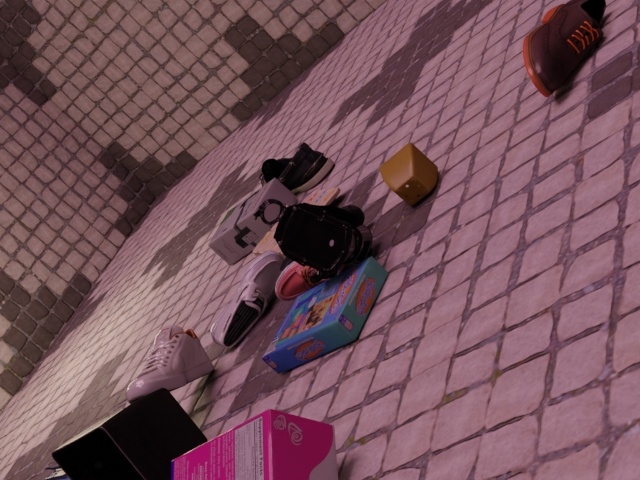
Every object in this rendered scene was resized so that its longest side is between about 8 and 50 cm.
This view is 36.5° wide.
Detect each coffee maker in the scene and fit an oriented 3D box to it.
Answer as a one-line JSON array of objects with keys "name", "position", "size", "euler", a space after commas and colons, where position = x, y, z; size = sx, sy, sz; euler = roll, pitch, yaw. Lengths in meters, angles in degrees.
[{"name": "coffee maker", "position": [-0.003, -0.018, 1.704], "size": [0.120, 0.171, 0.178], "euler": [-43, -10, 11]}]

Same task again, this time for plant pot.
[{"name": "plant pot", "position": [0.164, -0.111, 1.776], "size": [0.081, 0.081, 0.083], "euler": [-39, 27, 24]}, {"name": "plant pot", "position": [-0.309, 0.364, 1.665], "size": [0.188, 0.187, 0.167], "euler": [-32, 8, 42]}]

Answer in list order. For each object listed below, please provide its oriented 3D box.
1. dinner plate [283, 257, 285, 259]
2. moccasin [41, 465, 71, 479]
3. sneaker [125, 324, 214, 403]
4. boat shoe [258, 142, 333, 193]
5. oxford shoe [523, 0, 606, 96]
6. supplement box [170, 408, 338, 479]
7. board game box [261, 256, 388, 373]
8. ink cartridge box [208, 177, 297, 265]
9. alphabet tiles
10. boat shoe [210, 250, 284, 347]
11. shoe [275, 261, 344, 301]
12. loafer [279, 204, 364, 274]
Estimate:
[{"name": "dinner plate", "position": [-0.065, 0.011, 2.180], "size": [0.141, 0.017, 0.141], "euler": [-41, 17, 16]}, {"name": "moccasin", "position": [-0.516, 0.497, 1.934], "size": [0.342, 0.137, 0.117], "euler": [-30, 18, 43]}, {"name": "sneaker", "position": [-0.307, 0.234, 1.866], "size": [0.106, 0.123, 0.290], "euler": [-23, -2, 14]}, {"name": "boat shoe", "position": [-0.101, -0.172, 2.552], "size": [0.127, 0.113, 0.340], "euler": [-55, 17, -26]}, {"name": "oxford shoe", "position": [0.420, -0.343, 1.655], "size": [0.098, 0.097, 0.271], "euler": [-23, 27, 42]}, {"name": "supplement box", "position": [-0.089, 0.313, 1.249], "size": [0.220, 0.111, 0.113], "euler": [-32, 48, 38]}, {"name": "board game box", "position": [0.007, 0.128, 1.640], "size": [0.210, 0.047, 0.160], "euler": [-31, 21, 45]}, {"name": "ink cartridge box", "position": [-0.173, -0.049, 2.482], "size": [0.208, 0.087, 0.153], "euler": [-32, 21, 39]}, {"name": "alphabet tiles", "position": [-0.072, -0.018, 2.205], "size": [0.278, 0.021, 0.284], "euler": [-49, 15, -13]}, {"name": "boat shoe", "position": [-0.137, 0.128, 1.995], "size": [0.226, 0.083, 0.076], "euler": [-59, 28, -1]}, {"name": "shoe", "position": [-0.017, 0.060, 1.841], "size": [0.178, 0.063, 0.081], "euler": [-39, 11, 10]}, {"name": "loafer", "position": [0.000, 0.000, 1.923], "size": [0.223, 0.076, 0.078], "euler": [-43, 23, 26]}]
